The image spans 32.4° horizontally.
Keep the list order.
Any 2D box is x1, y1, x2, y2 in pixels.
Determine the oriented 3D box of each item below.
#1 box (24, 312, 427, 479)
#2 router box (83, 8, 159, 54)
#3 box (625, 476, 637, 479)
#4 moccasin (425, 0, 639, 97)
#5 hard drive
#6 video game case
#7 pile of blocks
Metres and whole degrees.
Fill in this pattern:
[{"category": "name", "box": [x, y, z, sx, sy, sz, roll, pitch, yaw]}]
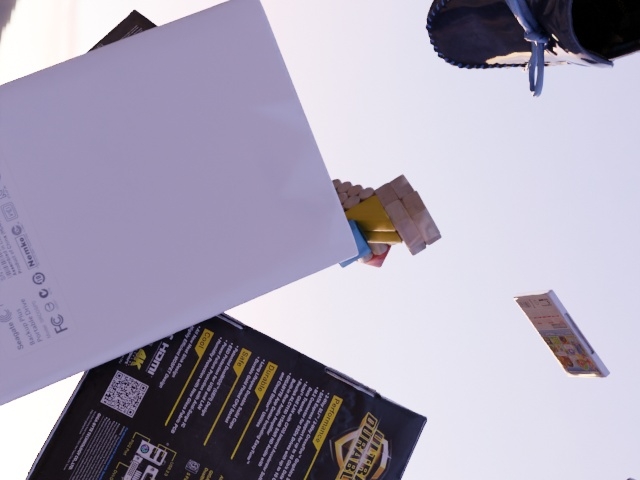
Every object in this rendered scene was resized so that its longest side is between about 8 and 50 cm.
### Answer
[{"category": "box", "box": [-0.101, 0.222, 0.839, 0.322, 0.257, 0.079, -64, -174, -17]}, {"category": "router box", "box": [-0.256, -0.110, 1.335, 0.243, 0.309, 0.081, 41, -10, 35]}, {"category": "box", "box": [0.340, 0.453, 1.364, 0.381, 0.191, 0.143, -50, -156, 42]}, {"category": "moccasin", "box": [0.213, -0.201, 0.878, 0.342, 0.138, 0.117, -14, -144, 46]}, {"category": "hard drive", "box": [-0.156, -0.026, 0.799, 0.040, 0.318, 0.210, -172, -120, -78]}, {"category": "video game case", "box": [0.284, 0.111, 1.303, 0.122, 0.011, 0.087, 55, -18, -5]}, {"category": "pile of blocks", "box": [0.000, 0.000, 1.364, 0.362, 0.113, 0.149, 7, -128, 44]}]
